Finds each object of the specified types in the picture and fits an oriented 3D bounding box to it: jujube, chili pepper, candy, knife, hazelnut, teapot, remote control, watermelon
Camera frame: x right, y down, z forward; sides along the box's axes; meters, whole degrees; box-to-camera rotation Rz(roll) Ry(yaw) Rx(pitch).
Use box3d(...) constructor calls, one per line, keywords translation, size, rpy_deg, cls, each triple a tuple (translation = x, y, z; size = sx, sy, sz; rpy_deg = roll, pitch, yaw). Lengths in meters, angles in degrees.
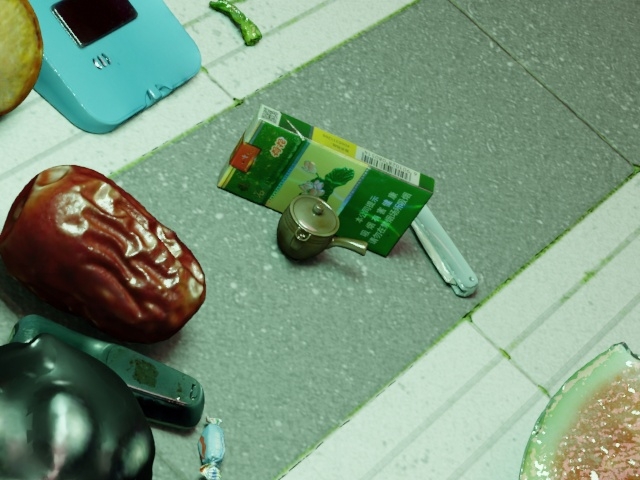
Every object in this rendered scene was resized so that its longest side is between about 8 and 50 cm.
box3d(translation=(-0.234, 0.020, 1.946), size=(0.230, 0.155, 0.155), rpy_deg=(39, 41, -9), cls="jujube")
box3d(translation=(-0.109, -0.295, 2.404), size=(0.034, 0.030, 0.091), rpy_deg=(-37, 73, -26), cls="chili pepper")
box3d(translation=(-0.118, 0.221, 1.921), size=(0.030, 0.020, 0.083), rpy_deg=(18, 43, -23), cls="candy")
box3d(translation=(0.147, 0.005, 2.291), size=(0.044, 0.023, 0.162), rpy_deg=(-16, 62, -36), cls="knife")
box3d(translation=(-0.400, -0.233, 2.059), size=(0.182, 0.182, 0.182), rpy_deg=(18, 44, -18), cls="hazelnut")
box3d(translation=(0.000, 0.000, 2.158), size=(0.110, 0.080, 0.085), rpy_deg=(30, 41, -4), cls="teapot")
box3d(translation=(-0.225, 0.140, 1.912), size=(0.222, 0.042, 0.072), rpy_deg=(23, 41, -13), cls="remote control")
box3d(translation=(0.327, 0.281, 2.020), size=(0.232, 0.193, 0.310), rpy_deg=(28, 43, -6), cls="watermelon")

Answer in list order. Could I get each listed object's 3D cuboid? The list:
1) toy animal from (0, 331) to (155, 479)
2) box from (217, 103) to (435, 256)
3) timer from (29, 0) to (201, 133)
box3d(translation=(-0.270, 0.266, 1.636), size=(0.251, 0.251, 0.310), rpy_deg=(15, 38, -20), cls="toy animal")
box3d(translation=(0.006, -0.070, 2.190), size=(0.235, 0.132, 0.034), rpy_deg=(23, 44, -13), cls="box")
box3d(translation=(-0.293, -0.256, 2.237), size=(0.250, 0.091, 0.232), rpy_deg=(51, 42, 1), cls="timer")
